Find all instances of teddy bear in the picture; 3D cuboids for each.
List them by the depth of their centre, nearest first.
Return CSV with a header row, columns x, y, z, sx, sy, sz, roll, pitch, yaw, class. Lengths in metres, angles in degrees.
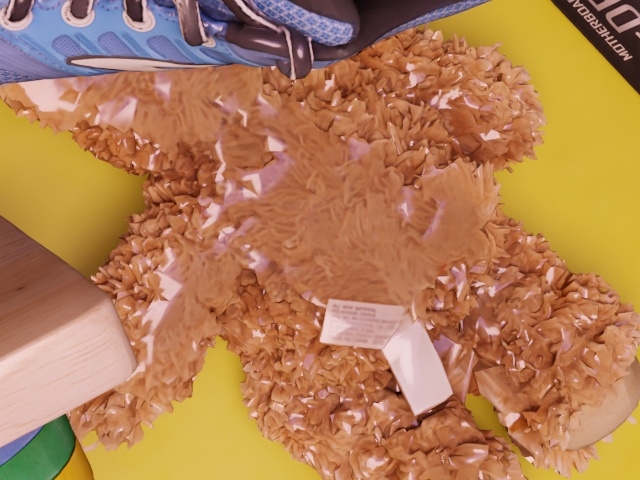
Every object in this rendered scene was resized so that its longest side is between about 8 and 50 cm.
x,y,z,sx,sy,sz,roll,pitch,yaw,class
0.000,0.000,0.688,0.338,0.113,0.245,32,85,-19,teddy bear

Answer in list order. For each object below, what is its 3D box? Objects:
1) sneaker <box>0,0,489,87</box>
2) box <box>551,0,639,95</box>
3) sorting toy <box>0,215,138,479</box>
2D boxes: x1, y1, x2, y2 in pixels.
x,y,z,sx,sy,sz,roll,pitch,yaw,class
-0.054,-0.112,0.520,0.330,0.147,0.130,-12,101,-15,sneaker
0.194,-0.199,0.762,0.307,0.076,0.242,44,75,-8,box
-0.198,0.090,0.544,0.257,0.255,0.089,-27,108,-16,sorting toy
